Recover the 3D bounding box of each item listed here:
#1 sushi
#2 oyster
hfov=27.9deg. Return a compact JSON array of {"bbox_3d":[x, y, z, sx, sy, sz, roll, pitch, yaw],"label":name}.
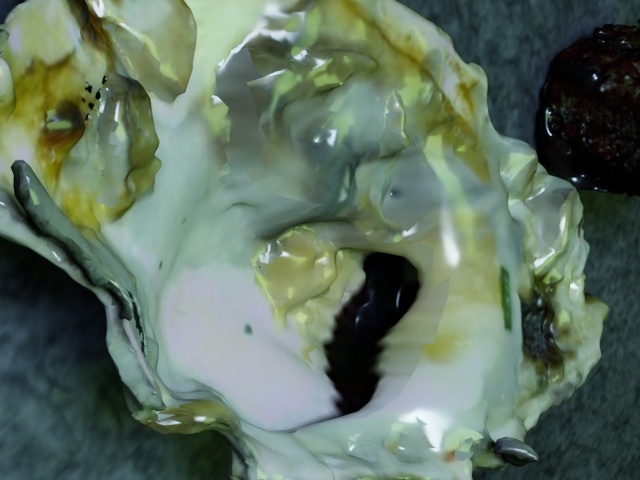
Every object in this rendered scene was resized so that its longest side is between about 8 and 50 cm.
[{"bbox_3d":[0.167,-0.071,0.672,0.094,0.084,0.098,-26,118,-39],"label":"sushi"},{"bbox_3d":[-0.002,0.003,0.495,0.354,0.107,0.201,33,57,-39],"label":"oyster"}]
